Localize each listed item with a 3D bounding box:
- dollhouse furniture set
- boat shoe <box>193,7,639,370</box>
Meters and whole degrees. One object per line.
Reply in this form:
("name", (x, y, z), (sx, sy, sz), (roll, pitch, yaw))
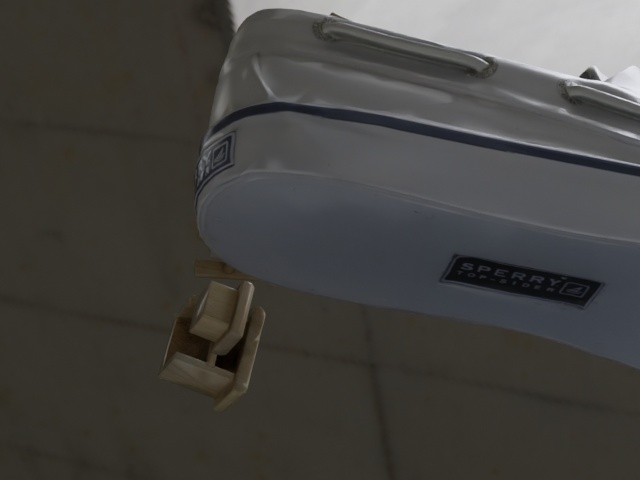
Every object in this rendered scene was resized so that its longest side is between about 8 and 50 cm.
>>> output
("dollhouse furniture set", (0.000, 0.000, 0.833), (0.101, 0.161, 0.182), (22, -31, -14))
("boat shoe", (0.091, -0.017, 0.469), (0.258, 0.084, 0.095), (15, -32, -15))
